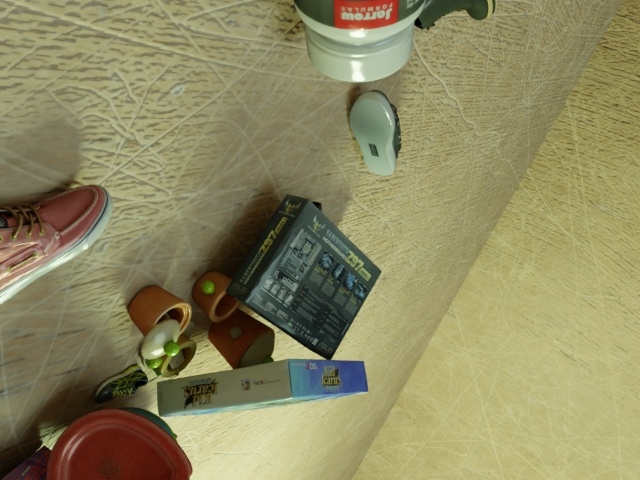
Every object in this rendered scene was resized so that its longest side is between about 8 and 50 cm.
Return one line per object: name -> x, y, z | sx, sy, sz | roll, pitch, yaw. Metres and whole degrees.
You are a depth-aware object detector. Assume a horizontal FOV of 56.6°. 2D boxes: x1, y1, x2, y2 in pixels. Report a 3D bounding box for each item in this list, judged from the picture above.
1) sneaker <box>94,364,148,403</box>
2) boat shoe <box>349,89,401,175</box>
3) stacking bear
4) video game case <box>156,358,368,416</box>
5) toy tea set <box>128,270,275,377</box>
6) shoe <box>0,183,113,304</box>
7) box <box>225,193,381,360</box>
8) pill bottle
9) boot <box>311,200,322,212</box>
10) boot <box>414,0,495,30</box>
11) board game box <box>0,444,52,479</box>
sneaker -> -0.293, 0.217, 0.881 | 0.083, 0.035, 0.031 | -34, 147, -39
boat shoe -> 0.110, -0.201, 1.050 | 0.076, 0.080, 0.228 | -66, 157, -19
stacking bear -> -0.279, 0.333, 0.888 | 0.175, 0.164, 0.289 | -37, 169, -13
video game case -> -0.085, 0.245, 0.983 | 0.244, 0.061, 0.269 | -16, 162, 25
toy tea set -> -0.156, 0.145, 0.932 | 0.336, 0.124, 0.200 | -12, 131, -57
shoe -> -0.286, -0.008, 0.572 | 0.178, 0.063, 0.081 | -41, 158, -19
box -> -0.017, 0.065, 0.957 | 0.233, 0.059, 0.183 | 42, 74, -42
pill bottle -> 0.043, -0.327, 0.653 | 0.161, 0.161, 0.283 | -44, 153, -24
boot -> 0.000, 0.000, 1.082 | 0.246, 0.084, 0.161 | -50, 141, -58
boot -> 0.212, -0.395, 1.003 | 0.137, 0.077, 0.198 | -54, 143, 9
board game box -> -0.419, 0.373, 0.658 | 0.208, 0.056, 0.347 | -57, -177, -4
